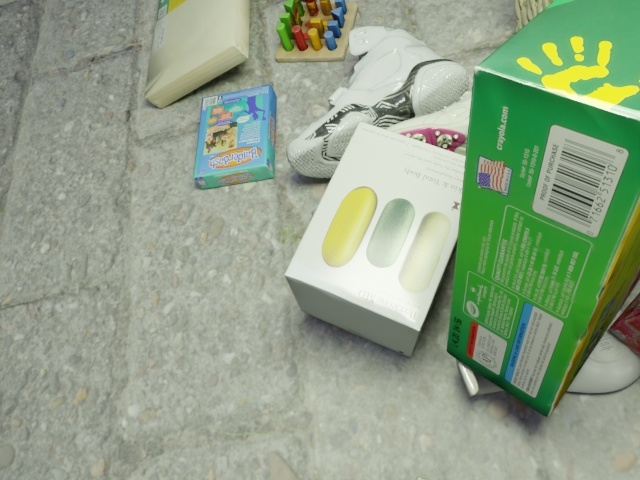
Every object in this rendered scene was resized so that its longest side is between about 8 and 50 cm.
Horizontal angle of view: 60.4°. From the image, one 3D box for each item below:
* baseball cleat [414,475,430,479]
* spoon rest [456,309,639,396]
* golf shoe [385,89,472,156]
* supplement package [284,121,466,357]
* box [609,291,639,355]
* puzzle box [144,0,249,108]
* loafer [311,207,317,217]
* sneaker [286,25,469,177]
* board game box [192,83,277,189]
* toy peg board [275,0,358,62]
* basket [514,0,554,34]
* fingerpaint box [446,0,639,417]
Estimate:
[{"bbox_3d":[0.083,0.408,0.729,0.206,0.072,0.109,-36,66,2],"label":"baseball cleat"},{"bbox_3d":[0.327,0.165,0.785,0.276,0.084,0.137,-13,61,-5],"label":"spoon rest"},{"bbox_3d":[0.254,-0.201,0.975,0.306,0.115,0.140,-4,53,7],"label":"golf shoe"},{"bbox_3d":[0.100,0.004,0.837,0.199,0.198,0.263,21,72,13],"label":"supplement package"},{"bbox_3d":[0.518,0.143,0.671,0.128,0.122,0.257,-45,74,-8],"label":"box"},{"bbox_3d":[-0.279,-0.527,1.278,0.272,0.052,0.409,-19,59,30],"label":"puzzle box"},{"bbox_3d":[0.000,0.000,0.979,0.039,0.045,0.125,-25,62,11],"label":"loafer"},{"bbox_3d":[0.075,-0.270,1.043,0.366,0.137,0.210,-29,59,-4],"label":"sneaker"},{"bbox_3d":[-0.173,-0.215,1.137,0.160,0.047,0.210,-7,62,13],"label":"board game box"},{"bbox_3d":[-0.016,-0.480,1.206,0.160,0.079,0.161,6,66,20],"label":"toy peg board"},{"bbox_3d":[0.485,-0.369,0.853,0.266,0.331,0.328,-20,59,9],"label":"basket"},{"bbox_3d":[0.319,-0.070,0.634,0.163,0.445,0.371,31,60,31],"label":"fingerpaint box"}]
